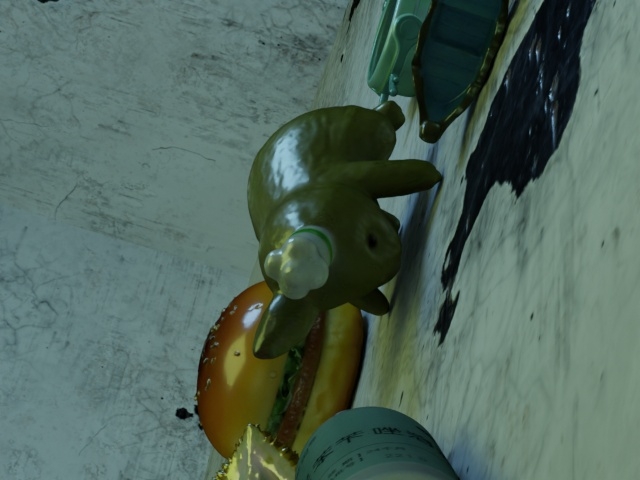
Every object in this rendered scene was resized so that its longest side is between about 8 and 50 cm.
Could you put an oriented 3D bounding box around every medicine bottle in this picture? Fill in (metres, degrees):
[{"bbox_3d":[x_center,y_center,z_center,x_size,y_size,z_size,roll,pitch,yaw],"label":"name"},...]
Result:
[{"bbox_3d":[0.038,0.175,1.096,0.352,0.110,0.110,-125,52,-83],"label":"medicine bottle"}]

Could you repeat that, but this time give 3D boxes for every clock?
[{"bbox_3d":[0.104,-0.243,1.913,0.159,0.066,0.211,118,167,-65],"label":"clock"}]

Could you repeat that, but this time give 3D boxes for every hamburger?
[{"bbox_3d":[-0.057,0.157,1.789,0.246,0.170,0.246,-161,90,-83],"label":"hamburger"}]

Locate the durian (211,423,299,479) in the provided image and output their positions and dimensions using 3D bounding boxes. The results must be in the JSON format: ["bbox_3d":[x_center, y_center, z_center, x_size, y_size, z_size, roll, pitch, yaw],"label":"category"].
[{"bbox_3d":[-0.041,0.308,1.379,0.138,0.183,0.250,67,-143,-53],"label":"durian"}]

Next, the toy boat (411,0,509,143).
[{"bbox_3d":[0.125,-0.178,1.454,0.077,0.075,0.185,-67,-4,-50],"label":"toy boat"}]

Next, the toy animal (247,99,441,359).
[{"bbox_3d":[0.018,-0.001,1.569,0.363,0.180,0.181,-96,15,-59],"label":"toy animal"}]
